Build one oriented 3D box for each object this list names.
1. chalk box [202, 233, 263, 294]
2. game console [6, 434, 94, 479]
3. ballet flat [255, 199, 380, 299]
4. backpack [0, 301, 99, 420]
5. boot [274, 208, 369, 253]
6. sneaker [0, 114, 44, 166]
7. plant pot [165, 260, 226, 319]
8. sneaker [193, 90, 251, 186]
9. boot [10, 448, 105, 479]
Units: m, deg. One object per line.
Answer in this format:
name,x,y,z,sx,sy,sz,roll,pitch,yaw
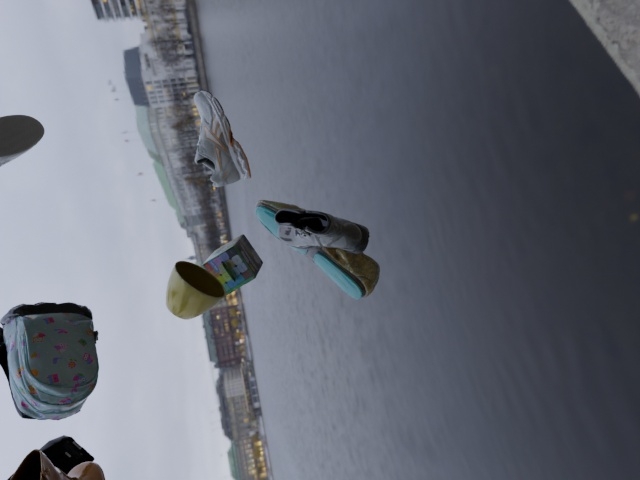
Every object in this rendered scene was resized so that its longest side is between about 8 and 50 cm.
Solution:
chalk box,-0.293,0.086,1.598,0.132,0.132,0.213,58,-170,-10
game console,-0.666,0.721,1.317,0.361,0.044,0.213,45,-149,-4
ballet flat,0.000,0.000,1.172,0.348,0.123,0.123,39,162,5
backpack,-0.426,0.188,0.763,0.115,0.152,0.182,-54,49,35
boot,-0.035,-0.034,0.973,0.247,0.161,0.083,6,80,43
sneaker,-0.889,-0.224,1.286,0.108,0.292,0.169,53,145,-12
plant pot,-0.300,0.125,1.107,0.095,0.134,0.134,-54,24,10
sneaker,-0.281,-0.259,1.233,0.262,0.121,0.099,63,170,7
boot,-0.525,0.492,0.968,0.295,0.104,0.211,-132,26,-66
